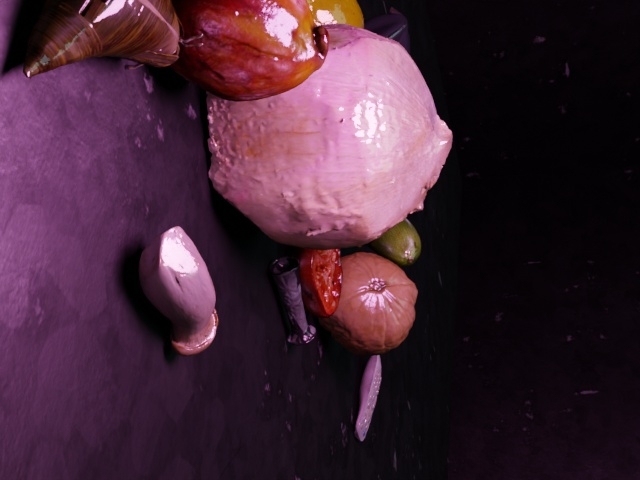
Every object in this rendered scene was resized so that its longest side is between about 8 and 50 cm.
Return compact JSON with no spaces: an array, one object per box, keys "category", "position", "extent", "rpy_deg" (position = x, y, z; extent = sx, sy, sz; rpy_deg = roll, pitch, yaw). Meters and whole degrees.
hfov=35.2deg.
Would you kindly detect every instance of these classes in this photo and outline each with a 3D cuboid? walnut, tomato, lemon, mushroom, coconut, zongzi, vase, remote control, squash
[{"category":"walnut","position":[0.096,0.136,2.135],"extent":[0.228,0.228,0.228],"rpy_deg":[-4,90,-75]},{"category":"tomato","position":[-0.014,0.055,1.979],"extent":[0.174,0.082,0.166],"rpy_deg":[-65,144,-52]},{"category":"lemon","position":[-0.007,-0.415,1.939],"extent":[0.248,0.184,0.184],"rpy_deg":[42,46,-74]},{"category":"mushroom","position":[-0.187,0.066,1.347],"extent":[0.097,0.088,0.212],"rpy_deg":[57,-11,37]},{"category":"coconut","position":[0.031,-0.167,1.674],"extent":[0.404,0.404,0.405],"rpy_deg":[-4,90,-75]},{"category":"zongzi","position":[-0.253,-0.227,1.191],"extent":[0.248,0.111,0.241],"rpy_deg":[69,40,-62]},{"category":"vase","position":[-0.051,0.113,1.877],"extent":[0.059,0.059,0.167],"rpy_deg":[-70,153,-55]},{"category":"remote control","position":[0.111,0.371,2.438],"extent":[0.073,0.044,0.229],"rpy_deg":[77,26,-50]},{"category":"squash","position":[0.136,-0.026,2.289],"extent":[0.395,0.107,0.107],"rpy_deg":[-140,-139,-71]}]

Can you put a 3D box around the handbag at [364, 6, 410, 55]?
[{"category":"handbag","position":[0.094,-0.343,2.273],"extent":[0.302,0.177,0.275],"rpy_deg":[78,29,-45]}]

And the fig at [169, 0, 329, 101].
[{"category":"fig","position":[-0.125,-0.307,1.423],"extent":[0.263,0.224,0.224],"rpy_deg":[48,19,0]}]
